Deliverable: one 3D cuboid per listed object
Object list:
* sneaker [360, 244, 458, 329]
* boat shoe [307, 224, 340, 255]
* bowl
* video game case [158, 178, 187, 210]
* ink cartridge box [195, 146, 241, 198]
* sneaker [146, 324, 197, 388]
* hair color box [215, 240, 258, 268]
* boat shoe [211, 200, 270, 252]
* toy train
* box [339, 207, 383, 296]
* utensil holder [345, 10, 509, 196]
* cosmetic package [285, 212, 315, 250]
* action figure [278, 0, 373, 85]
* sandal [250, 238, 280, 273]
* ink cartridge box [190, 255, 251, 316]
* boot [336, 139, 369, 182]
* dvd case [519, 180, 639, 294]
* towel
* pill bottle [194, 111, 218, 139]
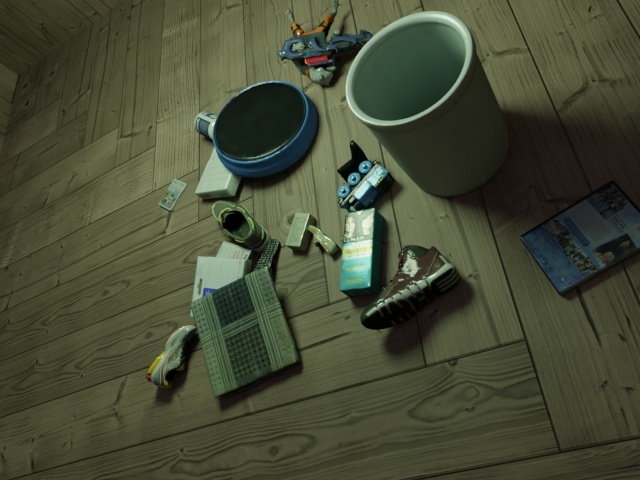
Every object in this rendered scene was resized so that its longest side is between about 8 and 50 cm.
[{"bbox_3d":[0.213,0.112,1.486,0.281,0.106,0.163,-30,47,5],"label":"sneaker"},{"bbox_3d":[0.000,0.000,1.706,0.045,0.050,0.135,-49,50,-4],"label":"boat shoe"},{"bbox_3d":[-0.204,-0.405,1.981,0.391,0.077,0.391,-9,60,16],"label":"bowl"},{"bbox_3d":[-0.584,-0.181,2.214,0.087,0.011,0.122,24,81,39],"label":"video game case"},{"bbox_3d":[-0.356,-0.264,2.071,0.181,0.056,0.225,-2,60,41],"label":"ink cartridge box"},{"bbox_3d":[-0.462,0.375,1.812,0.092,0.088,0.225,28,84,19],"label":"sneaker"},{"bbox_3d":[-0.280,0.054,1.869,0.141,0.043,0.072,16,77,39],"label":"hair color box"},{"bbox_3d":[-0.289,-0.067,1.906,0.305,0.091,0.109,36,89,40],"label":"boat shoe"},{"bbox_3d":[0.132,-0.157,1.683,0.184,0.080,0.105,-49,56,3],"label":"toy train"},{"bbox_3d":[0.119,0.034,1.603,0.100,0.060,0.244,-10,62,29],"label":"box"},{"bbox_3d":[0.298,-0.334,1.463,0.327,0.385,0.328,-16,59,28],"label":"utensil holder"},{"bbox_3d":[-0.062,-0.027,1.767,0.060,0.041,0.115,6,70,36],"label":"cosmetic package"},{"bbox_3d":[0.023,-0.707,2.027,0.341,0.178,0.330,-3,69,3],"label":"action figure"},{"bbox_3d":[-0.170,0.077,1.794,0.067,0.040,0.179,5,55,30],"label":"sandal"},{"bbox_3d":[-0.324,0.157,1.814,0.208,0.045,0.206,4,84,32],"label":"ink cartridge box"},{"bbox_3d":[0.093,-0.241,1.727,0.099,0.121,0.045,-39,48,3],"label":"boot"},{"bbox_3d":[0.625,-0.008,1.313,0.253,0.022,0.180,-34,51,15],"label":"dvd case"},{"bbox_3d":[-0.231,0.278,1.689,0.312,0.056,0.324,-26,68,17],"label":"towel"},{"bbox_3d":[-0.410,-0.437,2.175,0.169,0.094,0.094,30,85,41],"label":"pill bottle"}]
